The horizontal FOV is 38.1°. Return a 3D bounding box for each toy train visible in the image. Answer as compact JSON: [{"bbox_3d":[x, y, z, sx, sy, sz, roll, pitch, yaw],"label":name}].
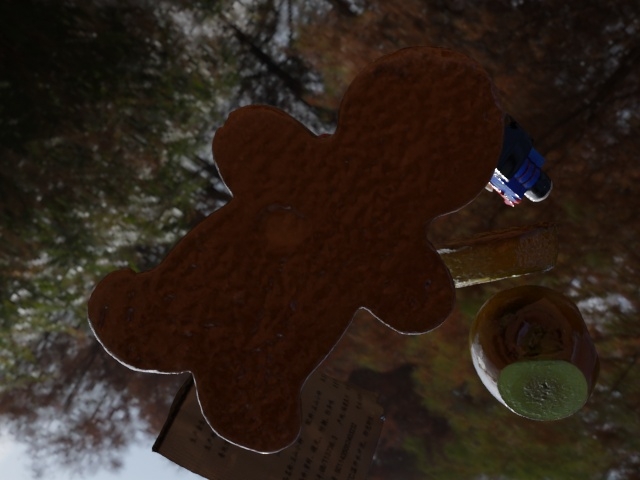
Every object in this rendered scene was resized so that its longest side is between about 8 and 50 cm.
[{"bbox_3d":[0.284,-0.126,1.443,0.131,0.204,0.083,27,-95,53],"label":"toy train"}]

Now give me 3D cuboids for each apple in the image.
[{"bbox_3d":[0.260,0.135,1.142,0.146,0.147,0.163,-16,-121,4],"label":"apple"}]

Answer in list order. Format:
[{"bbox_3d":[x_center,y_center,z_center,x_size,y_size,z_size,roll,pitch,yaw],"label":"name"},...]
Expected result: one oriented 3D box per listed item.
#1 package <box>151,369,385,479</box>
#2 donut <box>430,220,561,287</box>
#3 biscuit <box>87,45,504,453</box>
[{"bbox_3d":[-0.040,0.173,0.925,0.062,0.203,0.251,-62,-177,24],"label":"package"},{"bbox_3d":[0.208,0.021,1.131,0.178,0.066,0.162,-10,180,11],"label":"donut"},{"bbox_3d":[0.000,-0.001,0.653,0.324,0.205,0.049,-50,-176,13],"label":"biscuit"}]
